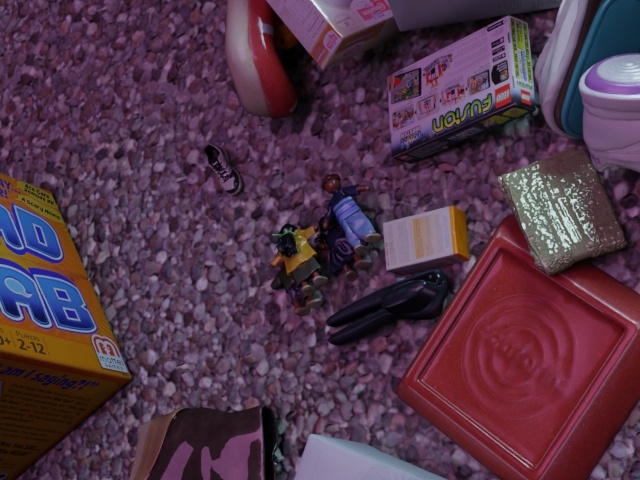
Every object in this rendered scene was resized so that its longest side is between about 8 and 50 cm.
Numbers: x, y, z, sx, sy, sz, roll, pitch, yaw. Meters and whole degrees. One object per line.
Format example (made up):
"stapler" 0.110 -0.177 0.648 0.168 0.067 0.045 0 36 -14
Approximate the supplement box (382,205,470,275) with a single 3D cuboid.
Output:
"supplement box" 0.127 0.001 1.549 0.098 0.036 0.062 -14 70 30

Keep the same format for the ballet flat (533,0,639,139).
"ballet flat" 0.329 -0.301 1.390 0.139 0.139 0.400 44 125 34

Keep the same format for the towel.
"towel" 0.271 -0.035 1.444 0.110 0.027 0.148 -21 55 2

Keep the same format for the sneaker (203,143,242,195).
"sneaker" -0.136 -0.096 1.752 0.032 0.037 0.083 -40 60 16

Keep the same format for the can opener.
"can opener" 0.077 0.078 1.550 0.186 0.073 0.059 -25 48 40

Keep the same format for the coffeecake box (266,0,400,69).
"coffeecake box" 0.008 -0.322 1.617 0.185 0.142 0.068 52 142 11

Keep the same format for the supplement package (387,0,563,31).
"supplement package" 0.169 -0.363 1.497 0.203 0.194 0.149 -7 71 12

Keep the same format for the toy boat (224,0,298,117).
"toy boat" -0.045 -0.275 1.698 0.151 0.151 0.231 0 75 4

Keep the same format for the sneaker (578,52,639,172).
"sneaker" 0.427 -0.117 1.355 0.305 0.152 0.114 7 40 18

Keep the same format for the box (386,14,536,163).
"box" 0.163 -0.177 1.540 0.207 0.036 0.114 -21 65 46

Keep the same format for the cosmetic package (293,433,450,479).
"cosmetic package" 0.069 0.360 1.426 0.224 0.138 0.224 17 86 37

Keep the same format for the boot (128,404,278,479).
"boot" -0.153 0.328 1.608 0.207 0.090 0.248 -10 68 33

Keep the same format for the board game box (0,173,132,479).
"board game box" -0.552 0.124 1.768 0.356 0.356 0.356 -40 59 18

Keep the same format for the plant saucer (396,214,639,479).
"plant saucer" 0.228 0.132 1.440 0.258 0.047 0.259 36 97 35

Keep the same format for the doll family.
"doll family" 0.000 0.000 1.616 0.193 0.076 0.111 -36 55 15
